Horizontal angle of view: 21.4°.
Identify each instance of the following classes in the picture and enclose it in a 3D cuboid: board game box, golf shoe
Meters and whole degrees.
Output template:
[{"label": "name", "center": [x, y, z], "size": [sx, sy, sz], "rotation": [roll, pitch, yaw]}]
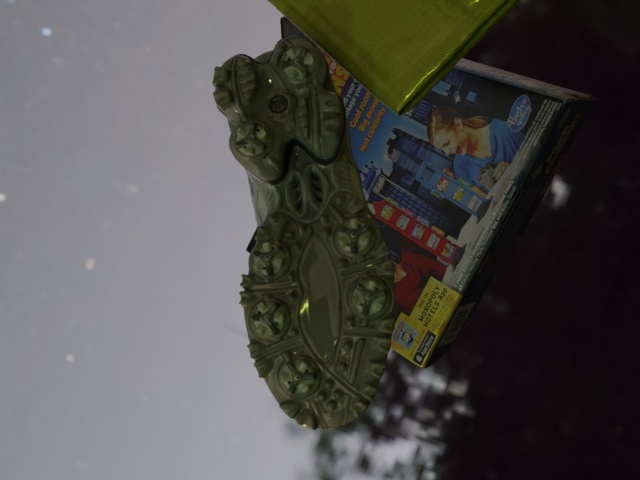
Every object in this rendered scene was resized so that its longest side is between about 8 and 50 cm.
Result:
[{"label": "board game box", "center": [0.042, -0.053, 1.082], "size": [0.060, 0.194, 0.194], "rotation": [-11, -48, -62]}, {"label": "golf shoe", "center": [0.000, 0.000, 0.760], "size": [0.086, 0.069, 0.176], "rotation": [54, -152, -73]}]

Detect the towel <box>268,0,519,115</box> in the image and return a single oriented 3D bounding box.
[{"label": "towel", "center": [-0.007, -0.163, 0.799], "size": [0.102, 0.237, 0.021], "rotation": [-46, -25, 1]}]
